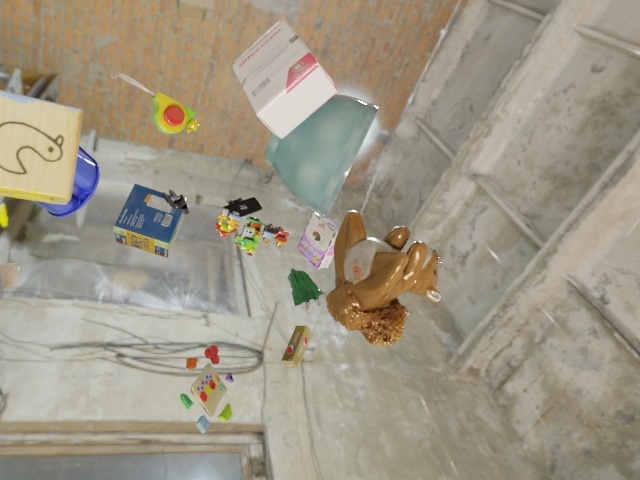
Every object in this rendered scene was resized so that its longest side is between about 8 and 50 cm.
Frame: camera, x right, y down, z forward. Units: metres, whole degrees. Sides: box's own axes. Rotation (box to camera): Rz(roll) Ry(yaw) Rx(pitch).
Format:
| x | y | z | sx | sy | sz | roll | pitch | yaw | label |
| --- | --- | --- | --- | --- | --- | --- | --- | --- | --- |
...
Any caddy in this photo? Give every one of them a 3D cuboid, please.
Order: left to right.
| x | y | z | sx | sy | sz | roll | pitch | yaw | label |
| --- | --- | --- | --- | --- | --- | --- | --- | --- | --- |
| -0.914 | -0.229 | 1.696 | 0.341 | 0.179 | 0.241 | 37 | -94 | 32 | caddy |

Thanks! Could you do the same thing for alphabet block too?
| x | y | z | sx | sy | sz | roll | pitch | yaw | label |
| --- | --- | --- | --- | --- | --- | --- | --- | --- | --- |
| -0.637 | -0.193 | 1.062 | 0.193 | 0.192 | 0.197 | -2 | -98 | 61 | alphabet block |

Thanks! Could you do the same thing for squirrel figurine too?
| x | y | z | sx | sy | sz | roll | pitch | yaw | label |
| --- | --- | --- | --- | --- | --- | --- | --- | --- | --- |
| 0.223 | 0.145 | 1.612 | 0.281 | 0.370 | 0.397 | 35 | -74 | 43 | squirrel figurine |

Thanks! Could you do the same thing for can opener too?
| x | y | z | sx | sy | sz | roll | pitch | yaw | label |
| --- | --- | --- | --- | --- | --- | --- | --- | --- | --- |
| -0.528 | -0.144 | 1.746 | 0.186 | 0.059 | 0.073 | 31 | -43 | 47 | can opener |

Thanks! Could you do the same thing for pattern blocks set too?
| x | y | z | sx | sy | sz | roll | pitch | yaw | label |
| --- | --- | --- | --- | --- | --- | --- | --- | --- | --- |
| -0.428 | 0.568 | 1.870 | 0.286 | 0.026 | 0.325 | 62 | 18 | -1 | pattern blocks set |

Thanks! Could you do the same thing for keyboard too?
| x | y | z | sx | sy | sz | roll | pitch | yaw | label |
| --- | --- | --- | --- | --- | --- | --- | --- | --- | --- |
| -0.365 | -0.152 | 2.240 | 0.038 | 0.192 | 0.100 | -42 | -104 | 45 | keyboard |

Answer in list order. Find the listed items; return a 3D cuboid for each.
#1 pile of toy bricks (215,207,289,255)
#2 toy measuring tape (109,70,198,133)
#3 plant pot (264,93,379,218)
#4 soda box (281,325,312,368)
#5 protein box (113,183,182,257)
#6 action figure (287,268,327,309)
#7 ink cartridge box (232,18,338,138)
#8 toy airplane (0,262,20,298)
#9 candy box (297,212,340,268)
| x | y | z | sx | sy | sz | roll | pitch | yaw | label |
| --- | --- | --- | --- | --- | --- | --- | --- | --- | --- |
| -0.200 | -0.008 | 1.417 | 0.105 | 0.212 | 0.118 | -70 | -158 | 7 | pile of toy bricks |
| -0.579 | -0.456 | 1.688 | 0.121 | 0.329 | 0.122 | -33 | -135 | 40 | toy measuring tape |
| -0.011 | -0.224 | 1.158 | 0.293 | 0.196 | 0.293 | -155 | -90 | -89 | plant pot |
| -0.101 | 0.456 | 2.100 | 0.061 | 0.058 | 0.181 | -7 | -138 | 33 | soda box |
| -0.642 | -0.074 | 1.851 | 0.136 | 0.201 | 0.200 | 124 | -18 | -59 | protein box |
| -0.070 | 0.177 | 1.888 | 0.232 | 0.137 | 0.064 | -126 | -150 | -53 | action figure |
| -0.081 | -0.342 | 1.021 | 0.158 | 0.092 | 0.218 | -37 | -130 | 12 | ink cartridge box |
| -0.948 | 0.142 | 1.126 | 0.272 | 0.384 | 0.386 | -50 | -146 | 29 | toy airplane |
| 0.000 | 0.000 | 2.153 | 0.165 | 0.070 | 0.196 | 43 | -61 | 35 | candy box |
